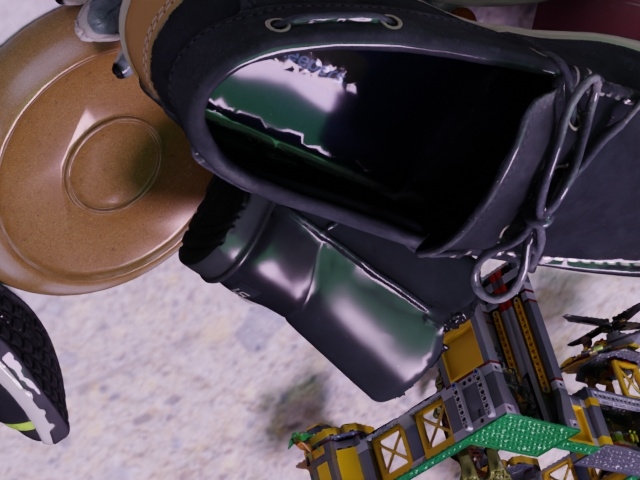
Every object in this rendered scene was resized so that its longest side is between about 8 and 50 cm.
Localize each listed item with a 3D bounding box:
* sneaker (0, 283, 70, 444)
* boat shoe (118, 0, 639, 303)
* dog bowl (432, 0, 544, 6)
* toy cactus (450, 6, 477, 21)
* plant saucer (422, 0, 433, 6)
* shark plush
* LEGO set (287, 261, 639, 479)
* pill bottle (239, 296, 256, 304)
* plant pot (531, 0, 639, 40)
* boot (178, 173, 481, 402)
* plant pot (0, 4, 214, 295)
[{"bbox_3d":[-0.260,0.071,1.310,0.097,0.084,0.234,-24,135,11],"label":"sneaker"},{"bbox_3d":[0.108,-0.058,1.217,0.500,0.156,0.187,18,120,-25],"label":"boat shoe"},{"bbox_3d":[0.171,-0.332,1.194,0.408,0.150,0.408,-17,154,-9],"label":"dog bowl"},{"bbox_3d":[0.153,-0.099,1.370,0.219,0.180,0.112,45,58,-24],"label":"toy cactus"},{"bbox_3d":[0.048,-0.176,1.395,0.067,0.018,0.192,-35,133,-13],"label":"plant saucer"},{"bbox_3d":[-0.096,-0.166,1.243,0.161,0.073,0.067,-25,173,-28],"label":"shark plush"},{"bbox_3d":[0.132,0.122,1.593,0.331,0.192,0.255,10,142,-37],"label":"LEGO set"},{"bbox_3d":[0.000,0.000,1.436,0.137,0.078,0.078,-11,125,-30],"label":"pill bottle"},{"bbox_3d":[0.274,-0.208,1.434,0.201,0.201,0.180,8,98,-40],"label":"plant pot"},{"bbox_3d":[0.035,-0.031,1.355,0.207,0.094,0.246,34,75,-28],"label":"boot"},{"bbox_3d":[-0.149,-0.057,1.318,0.236,0.032,0.236,-20,129,-26],"label":"plant pot"}]
